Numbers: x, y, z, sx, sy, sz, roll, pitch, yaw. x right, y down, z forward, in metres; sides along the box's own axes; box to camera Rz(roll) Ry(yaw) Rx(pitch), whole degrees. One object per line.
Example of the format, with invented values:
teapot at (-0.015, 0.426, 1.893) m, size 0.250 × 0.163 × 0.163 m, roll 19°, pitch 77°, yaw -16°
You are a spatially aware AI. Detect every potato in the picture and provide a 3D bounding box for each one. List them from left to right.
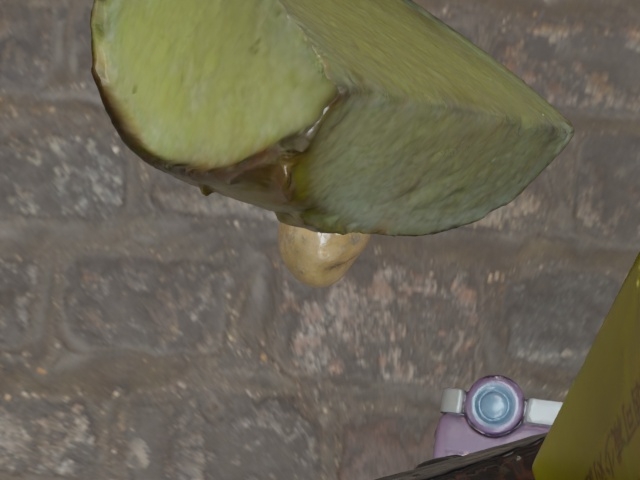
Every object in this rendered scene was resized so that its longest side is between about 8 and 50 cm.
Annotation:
potato at (0.000, -0.001, 1.592) m, size 0.112 × 0.147 × 0.112 m, roll 1°, pitch 84°, yaw -9°
potato at (0.021, -0.066, 0.707) m, size 0.112 × 0.255 × 0.269 m, roll -52°, pitch 39°, yaw 21°

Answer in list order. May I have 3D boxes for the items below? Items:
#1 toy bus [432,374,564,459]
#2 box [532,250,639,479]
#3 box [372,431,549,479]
toy bus at (0.202, 0.200, 1.162) m, size 0.202 × 0.142 × 0.142 m, roll 5°, pitch 78°, yaw 14°
box at (0.103, 0.154, 0.356) m, size 0.040 × 0.153 × 0.279 m, roll 1°, pitch 56°, yaw -5°
box at (0.045, 0.158, 0.721) m, size 0.290 × 0.289 × 0.073 m, roll -10°, pitch 79°, yaw -29°
